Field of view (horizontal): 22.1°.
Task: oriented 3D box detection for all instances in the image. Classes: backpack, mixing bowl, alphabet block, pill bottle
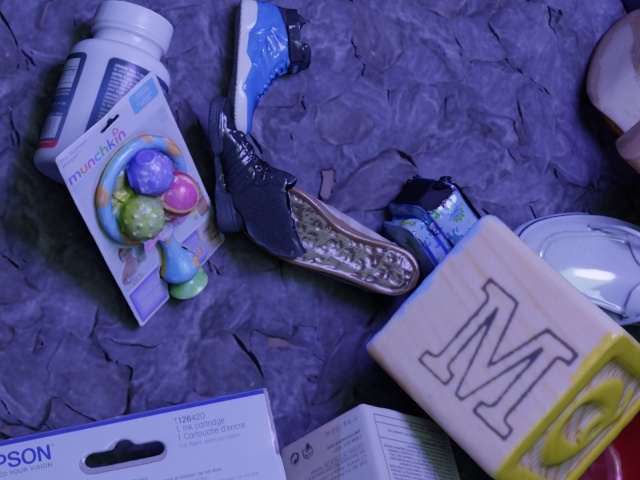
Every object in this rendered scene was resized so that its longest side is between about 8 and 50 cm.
[{"bbox_3d":[0.127,-0.003,1.764,0.084,0.105,0.114,-44,107,-13],"label":"backpack"},{"bbox_3d":[0.315,0.250,1.800,0.181,0.098,0.181,6,77,-25],"label":"mixing bowl"},{"bbox_3d":[0.202,0.123,1.664,0.193,0.192,0.197,-49,58,6],"label":"alphabet block"},{"bbox_3d":[-0.211,-0.142,1.646,0.108,0.108,0.180,21,76,-18],"label":"pill bottle"}]

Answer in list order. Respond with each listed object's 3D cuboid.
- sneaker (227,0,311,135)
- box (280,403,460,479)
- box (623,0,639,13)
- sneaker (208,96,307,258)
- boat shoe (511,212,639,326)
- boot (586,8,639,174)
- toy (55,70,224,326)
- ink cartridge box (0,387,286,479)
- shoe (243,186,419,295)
[{"bbox_3d":[-0.051,-0.179,1.740,0.085,0.058,0.152,7,73,-12],"label":"sneaker"},{"bbox_3d":[0.077,0.332,1.602,0.148,0.121,0.311,21,46,-45],"label":"box"},{"bbox_3d":[0.552,-0.232,1.859,0.212,0.293,0.395,-29,94,-23],"label":"box"},{"bbox_3d":[-0.064,-0.065,1.684,0.089,0.051,0.170,-4,93,7],"label":"sneaker"},{"bbox_3d":[0.386,0.046,1.828,0.367,0.156,0.135,15,77,-19],"label":"boat shoe"},{"bbox_3d":[0.411,-0.117,1.855,0.211,0.104,0.295,36,33,-25],"label":"boot"},{"bbox_3d":[-0.157,-0.031,1.607,0.137,0.056,0.237,-47,142,-26],"label":"toy"},{"bbox_3d":[-0.166,0.319,1.560,0.304,0.072,0.307,-11,61,-5],"label":"ink cartridge box"},{"bbox_3d":[0.000,0.000,1.739,0.219,0.058,0.076,28,88,-3],"label":"shoe"}]
